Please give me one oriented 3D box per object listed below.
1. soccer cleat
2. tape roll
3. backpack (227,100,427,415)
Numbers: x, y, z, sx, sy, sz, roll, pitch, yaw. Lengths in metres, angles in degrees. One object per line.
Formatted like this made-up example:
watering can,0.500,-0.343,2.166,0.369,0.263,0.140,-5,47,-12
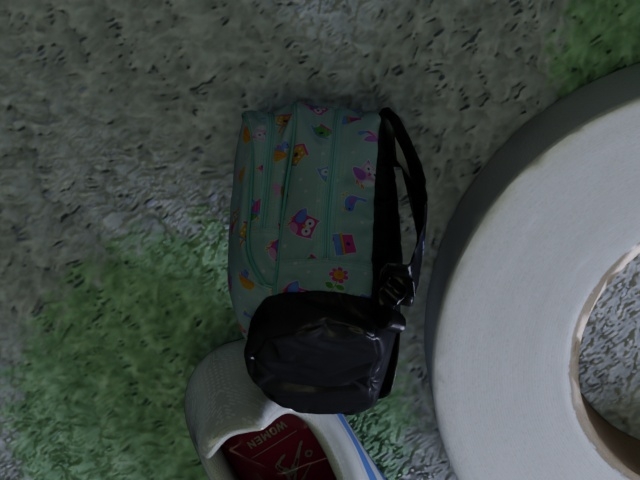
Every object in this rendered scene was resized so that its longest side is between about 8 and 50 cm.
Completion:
soccer cleat,0.017,0.213,1.237,0.116,0.143,0.331,-35,108,11
tape roll,0.263,0.069,1.229,0.392,0.072,0.392,-1,111,-2
backpack,0.000,0.000,1.141,0.115,0.182,0.152,6,153,-7
